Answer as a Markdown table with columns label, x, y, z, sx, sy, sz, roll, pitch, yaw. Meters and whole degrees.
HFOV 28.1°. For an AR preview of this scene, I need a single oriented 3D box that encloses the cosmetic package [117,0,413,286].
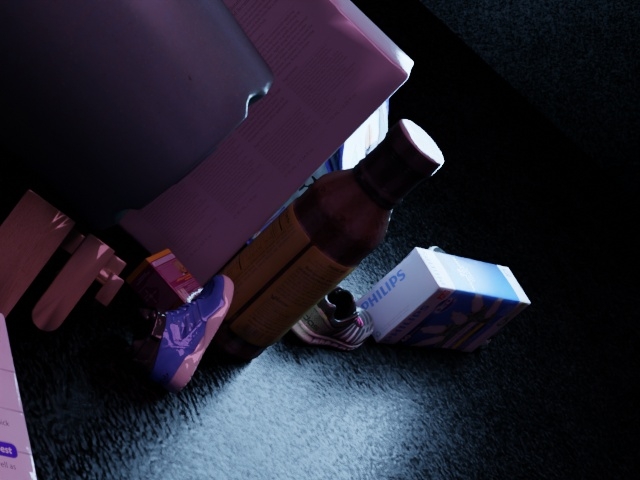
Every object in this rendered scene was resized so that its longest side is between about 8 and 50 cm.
| label | x | y | z | sx | sy | sz | roll | pitch | yaw |
| --- | --- | --- | --- | --- | --- | --- | --- | --- | --- |
| cosmetic package | -0.123 | -0.166 | 1.497 | 0.284 | 0.377 | 0.097 | 43 | 19 | -8 |

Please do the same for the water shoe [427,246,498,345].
| label | x | y | z | sx | sy | sz | roll | pitch | yaw |
| --- | --- | --- | --- | --- | --- | --- | --- | --- | --- |
| water shoe | 0.241 | 0.077 | 2.070 | 0.073 | 0.080 | 0.203 | 19 | 35 | -46 |

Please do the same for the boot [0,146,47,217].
| label | x | y | z | sx | sy | sz | roll | pitch | yaw |
| --- | --- | --- | --- | --- | --- | --- | --- | --- | --- |
| boot | -0.387 | -0.096 | 1.333 | 0.165 | 0.077 | 0.213 | 48 | 19 | 4 |

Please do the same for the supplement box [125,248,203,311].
| label | x | y | z | sx | sy | sz | roll | pitch | yaw |
| --- | --- | --- | --- | --- | --- | --- | --- | --- | --- |
| supplement box | -0.174 | 0.057 | 1.475 | 0.083 | 0.043 | 0.055 | 48 | 24 | 7 |

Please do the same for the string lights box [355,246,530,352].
| label | x | y | z | sx | sy | sz | roll | pitch | yaw |
| --- | --- | --- | --- | --- | --- | --- | --- | --- | --- |
| string lights box | 0.183 | 0.092 | 1.887 | 0.260 | 0.133 | 0.076 | 11 | 42 | -52 |

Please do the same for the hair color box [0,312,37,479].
| label | x | y | z | sx | sy | sz | roll | pitch | yaw |
| --- | --- | --- | --- | --- | --- | --- | --- | --- | --- |
| hair color box | -0.317 | 0.189 | 0.962 | 0.185 | 0.110 | 0.338 | 21 | 35 | -41 |

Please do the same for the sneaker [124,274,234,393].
| label | x | y | z | sx | sy | sz | roll | pitch | yaw |
| --- | --- | --- | --- | --- | --- | --- | --- | --- | --- |
| sneaker | -0.157 | 0.083 | 1.395 | 0.085 | 0.058 | 0.152 | 36 | 60 | -16 |

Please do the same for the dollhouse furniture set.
| label | x | y | z | sx | sy | sz | roll | pitch | yaw |
| --- | --- | --- | --- | --- | --- | --- | --- | --- | --- |
| dollhouse furniture set | -0.292 | 0.037 | 1.338 | 0.144 | 0.123 | 0.151 | 38 | -10 | -18 |

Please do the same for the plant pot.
| label | x | y | z | sx | sy | sz | roll | pitch | yaw |
| --- | --- | --- | --- | --- | --- | --- | --- | --- | --- |
| plant pot | -0.245 | -0.213 | 1.299 | 0.334 | 0.341 | 0.341 | 49 | 23 | -15 |

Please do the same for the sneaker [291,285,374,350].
| label | x | y | z | sx | sy | sz | roll | pitch | yaw |
| --- | --- | --- | --- | --- | --- | --- | --- | --- | --- |
| sneaker | 0.030 | 0.100 | 1.699 | 0.170 | 0.075 | 0.063 | 9 | 43 | -54 |

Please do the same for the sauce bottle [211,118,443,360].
| label | x | y | z | sx | sy | sz | roll | pitch | yaw |
| --- | --- | --- | --- | --- | --- | --- | --- | --- | --- |
| sauce bottle | 0.000 | 0.000 | 1.479 | 0.111 | 0.344 | 0.111 | 39 | 24 | -21 |

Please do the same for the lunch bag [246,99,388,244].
| label | x | y | z | sx | sy | sz | roll | pitch | yaw |
| --- | --- | --- | --- | --- | --- | --- | --- | --- | --- |
| lunch bag | -0.046 | -0.160 | 1.810 | 0.385 | 0.239 | 0.328 | 60 | 22 | -9 |
